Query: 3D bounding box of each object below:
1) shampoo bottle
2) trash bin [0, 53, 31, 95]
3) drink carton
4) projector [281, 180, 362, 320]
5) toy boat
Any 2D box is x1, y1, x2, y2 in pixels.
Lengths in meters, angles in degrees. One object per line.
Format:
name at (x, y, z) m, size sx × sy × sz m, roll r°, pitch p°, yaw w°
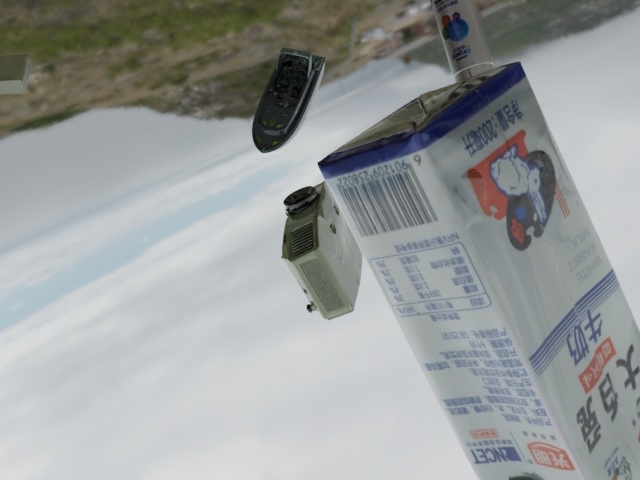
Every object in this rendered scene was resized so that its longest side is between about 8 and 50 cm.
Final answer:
shampoo bottle at (0.311, -0.412, 1.958) m, size 0.092 × 0.303 × 0.092 m, roll -14°, pitch 172°, yaw -2°
trash bin at (-0.635, -0.343, 1.895) m, size 0.060 × 0.043 × 0.092 m, roll -5°, pitch -137°, yaw -6°
drink carton at (0.136, 0.047, 0.647) m, size 0.130 × 0.315 × 0.106 m, roll -35°, pitch -167°, yaw -36°
projector at (0.000, 0.000, 1.641) m, size 0.088 × 0.194 × 0.269 m, roll -21°, pitch -155°, yaw 17°
toy boat at (-0.066, -0.264, 1.730) m, size 0.093 × 0.246 × 0.103 m, roll 15°, pitch 155°, yaw 14°
